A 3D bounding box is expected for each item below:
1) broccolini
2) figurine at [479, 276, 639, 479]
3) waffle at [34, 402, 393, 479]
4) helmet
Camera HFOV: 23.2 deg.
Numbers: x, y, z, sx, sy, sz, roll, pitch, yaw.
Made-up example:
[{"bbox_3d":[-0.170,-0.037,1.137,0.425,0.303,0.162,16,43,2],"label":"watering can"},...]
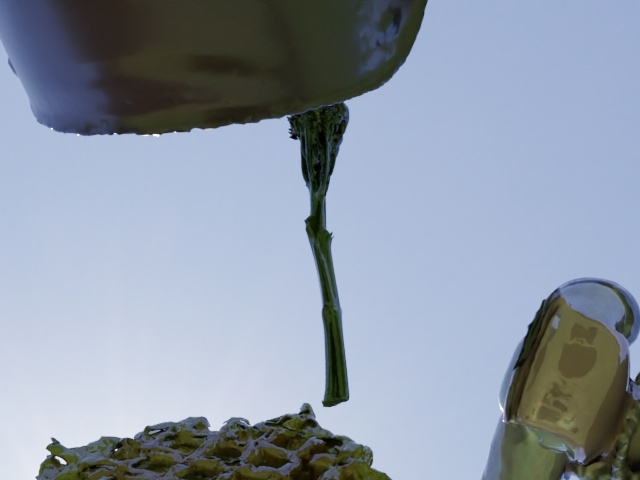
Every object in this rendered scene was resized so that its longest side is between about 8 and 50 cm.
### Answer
[{"bbox_3d":[0.000,-0.001,1.007,0.044,0.042,0.218,4,-115,-13],"label":"broccolini"},{"bbox_3d":[0.296,0.181,1.170,0.361,0.211,0.253,23,-98,4],"label":"figurine"},{"bbox_3d":[-0.073,0.180,1.071,0.245,0.254,0.052,-9,-72,-20],"label":"waffle"},{"bbox_3d":[-0.064,-0.214,0.830,0.271,0.197,0.338,-1,-135,22],"label":"helmet"}]
